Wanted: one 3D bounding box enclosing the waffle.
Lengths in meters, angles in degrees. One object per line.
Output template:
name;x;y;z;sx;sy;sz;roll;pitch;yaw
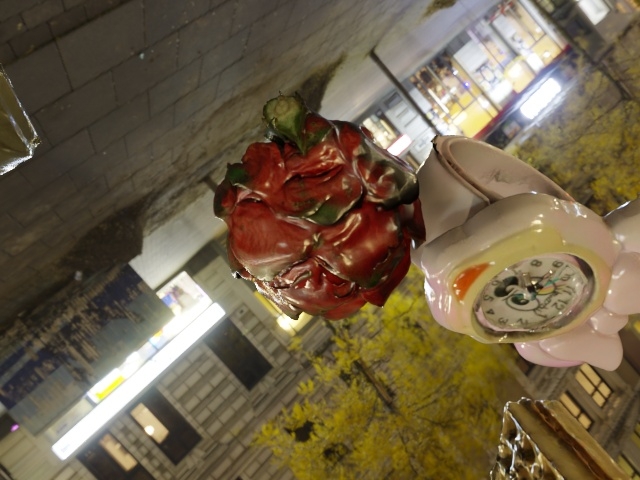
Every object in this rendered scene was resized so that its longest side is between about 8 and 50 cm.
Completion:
waffle;0.360;0.420;0.660;0.114;0.260;0.376;0;-166;-3

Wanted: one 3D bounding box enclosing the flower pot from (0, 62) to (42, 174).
flower pot;-0.355;-0.126;0.432;0.141;0.235;0.235;-26;178;-21

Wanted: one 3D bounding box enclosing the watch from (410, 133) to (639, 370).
watch;0.209;-0.013;0.499;0.217;0.248;0.211;-92;-157;-51

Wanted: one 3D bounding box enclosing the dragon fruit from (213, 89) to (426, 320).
dragon fruit;0.003;-0.016;0.415;0.182;0.182;0.188;-41;164;9
